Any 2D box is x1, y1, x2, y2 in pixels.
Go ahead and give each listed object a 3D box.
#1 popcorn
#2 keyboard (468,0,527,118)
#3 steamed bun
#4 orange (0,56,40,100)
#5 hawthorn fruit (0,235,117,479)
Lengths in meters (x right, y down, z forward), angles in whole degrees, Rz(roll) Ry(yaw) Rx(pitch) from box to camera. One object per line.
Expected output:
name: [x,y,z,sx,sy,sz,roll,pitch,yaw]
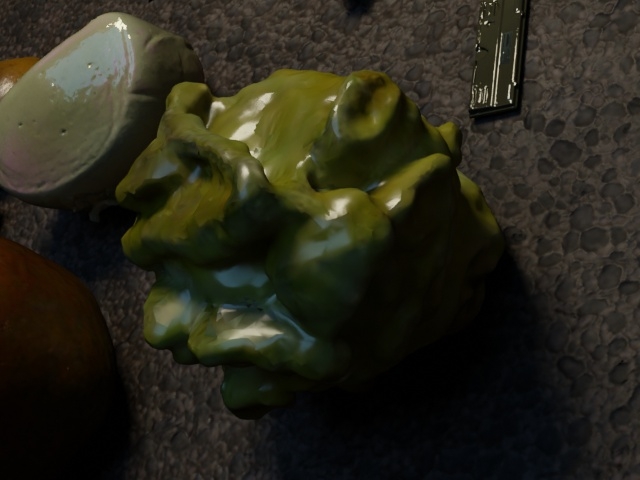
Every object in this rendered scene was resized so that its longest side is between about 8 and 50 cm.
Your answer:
popcorn: [-0.016,0.001,1.032,0.312,0.312,0.312,-20,53,29]
keyboard: [0.164,-0.172,1.192,0.049,0.015,0.129,-7,60,30]
steamed bun: [-0.228,-0.117,1.376,0.239,0.170,0.152,-35,70,20]
orange: [-0.384,-0.153,1.561,0.160,0.112,0.170,-3,74,37]
hawthorn fruit: [-0.352,0.112,1.232,0.268,0.301,0.267,-17,52,23]
